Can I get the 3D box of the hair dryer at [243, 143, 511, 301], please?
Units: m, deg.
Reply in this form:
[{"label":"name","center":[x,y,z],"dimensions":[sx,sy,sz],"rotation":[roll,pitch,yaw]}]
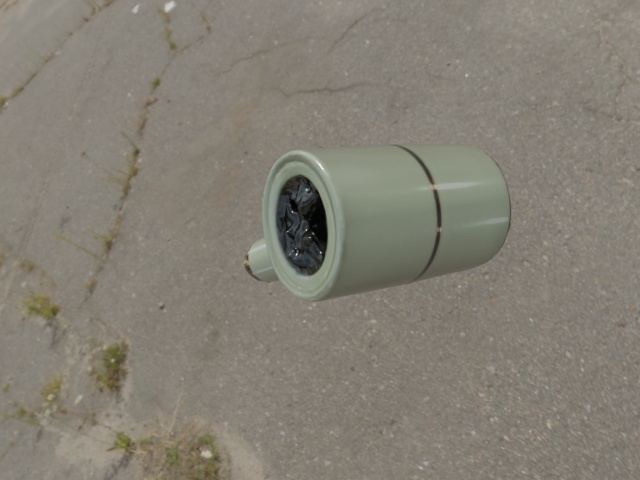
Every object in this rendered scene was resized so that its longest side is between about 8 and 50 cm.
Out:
[{"label":"hair dryer","center":[0.000,0.000,0.601],"dimensions":[0.362,0.203,0.128],"rotation":[-20,80,56]}]
